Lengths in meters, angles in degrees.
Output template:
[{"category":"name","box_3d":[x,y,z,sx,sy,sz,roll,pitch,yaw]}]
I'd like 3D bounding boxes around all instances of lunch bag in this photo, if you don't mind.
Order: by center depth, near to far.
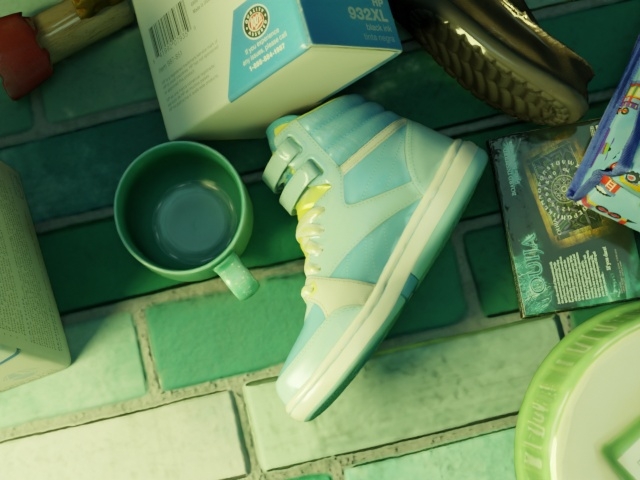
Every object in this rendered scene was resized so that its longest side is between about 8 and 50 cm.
[{"category":"lunch bag","box_3d":[0.403,-0.135,1.095,0.221,0.138,0.293,25,78,-4]}]

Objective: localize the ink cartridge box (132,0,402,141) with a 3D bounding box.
[{"category":"ink cartridge box","box_3d":[-0.076,-0.277,1.107,0.129,0.223,0.307,-7,76,-43]}]

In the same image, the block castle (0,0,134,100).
[{"category":"block castle","box_3d":[-0.383,-0.382,1.113,0.213,0.303,0.453,-29,80,-8]}]

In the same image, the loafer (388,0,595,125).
[{"category":"loafer","box_3d":[0.136,-0.259,1.141,0.366,0.134,0.130,41,84,9]}]

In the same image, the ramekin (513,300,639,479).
[{"category":"ramekin","box_3d":[0.332,0.198,1.036,0.303,0.148,0.303,-1,83,6]}]

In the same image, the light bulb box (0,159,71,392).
[{"category":"light bulb box","box_3d":[-0.457,0.052,1.012,0.358,0.361,0.225,-20,80,0]}]

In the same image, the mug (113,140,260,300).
[{"category":"mug","box_3d":[-0.129,-0.011,1.135,0.129,0.097,0.157,-7,81,2]}]

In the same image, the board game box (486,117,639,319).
[{"category":"board game box","box_3d":[0.244,-0.023,1.150,0.126,0.026,0.186,-9,80,2]}]

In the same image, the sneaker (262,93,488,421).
[{"category":"sneaker","box_3d":[0.000,0.000,1.115,0.208,0.127,0.319,32,74,6]}]
